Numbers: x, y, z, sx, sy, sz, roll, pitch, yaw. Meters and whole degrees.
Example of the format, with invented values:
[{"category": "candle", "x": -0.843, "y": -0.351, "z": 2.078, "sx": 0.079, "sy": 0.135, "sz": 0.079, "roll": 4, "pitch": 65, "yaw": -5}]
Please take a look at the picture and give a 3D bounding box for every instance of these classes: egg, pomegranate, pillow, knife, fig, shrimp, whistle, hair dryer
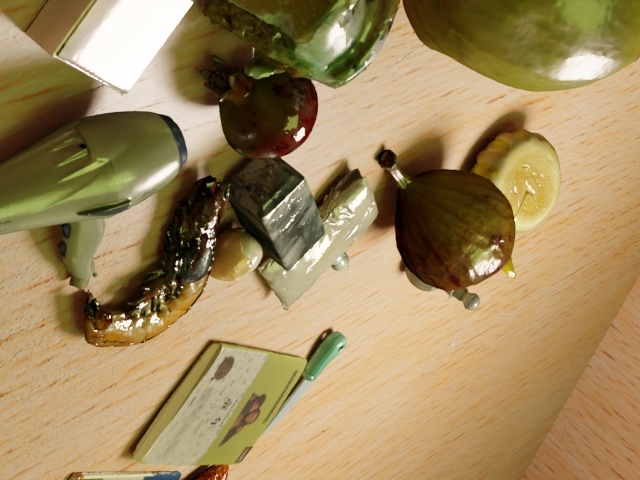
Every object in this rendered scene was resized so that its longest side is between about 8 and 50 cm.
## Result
[{"category": "egg", "x": -0.125, "y": 0.022, "z": 1.641, "sx": 0.083, "sy": 0.071, "sz": 0.071, "roll": -42, "pitch": 155, "yaw": -3}, {"category": "pomegranate", "x": -0.067, "y": -0.172, "z": 1.409, "sx": 0.129, "sy": 0.129, "sz": 0.159, "roll": -45, "pitch": 150, "yaw": -12}, {"category": "pillow", "x": 0.000, "y": 0.000, "z": 1.843, "sx": 0.229, "sy": 0.050, "sz": 0.148, "roll": -44, "pitch": 145, "yaw": -7}, {"category": "knife", "x": -0.032, "y": 0.271, "z": 2.198, "sx": 0.260, "sy": 0.034, "sz": 0.063, "roll": -53, "pitch": 162, "yaw": 21}, {"category": "fig", "x": 0.281, "y": -0.346, "z": 1.479, "sx": 0.343, "sy": 0.343, "sz": 0.343, "roll": -38, "pitch": 153, "yaw": -24}, {"category": "shrimp", "x": -0.217, "y": 0.037, "z": 1.522, "sx": 0.222, "sy": 0.054, "sz": 0.290, "roll": -21, "pitch": 146, "yaw": -47}, {"category": "fig", "x": 0.193, "y": -0.064, "z": 1.967, "sx": 0.217, "sy": 0.217, "sz": 0.321, "roll": -48, "pitch": 128, "yaw": -6}, {"category": "whistle", "x": 0.029, "y": 0.031, "z": 1.952, "sx": 0.035, "sy": 0.035, "sz": 0.100, "roll": -50, "pitch": 156, "yaw": -2}, {"category": "hair dryer", "x": -0.315, "y": -0.017, "z": 1.262, "sx": 0.295, "sy": 0.119, "sz": 0.298, "roll": -10, "pitch": 147, "yaw": -46}]

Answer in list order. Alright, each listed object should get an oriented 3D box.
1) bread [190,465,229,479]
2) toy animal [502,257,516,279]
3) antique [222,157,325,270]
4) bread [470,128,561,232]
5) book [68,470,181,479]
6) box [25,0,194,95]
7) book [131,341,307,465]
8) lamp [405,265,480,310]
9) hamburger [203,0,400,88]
[{"category": "bread", "x": -0.242, "y": 0.507, "z": 2.072, "sx": 0.269, "sy": 0.095, "sz": 0.139, "roll": -39, "pitch": 162, "yaw": -40}, {"category": "toy animal", "x": 0.316, "y": -0.019, "z": 2.306, "sx": 0.155, "sy": 0.219, "sz": 0.095, "roll": -11, "pitch": 171, "yaw": 2}, {"category": "antique", "x": -0.064, "y": -0.046, "z": 1.627, "sx": 0.086, "sy": 0.088, "sz": 0.183, "roll": -46, "pitch": 155, "yaw": -12}, {"category": "bread", "x": 0.365, "y": -0.116, "z": 2.200, "sx": 0.213, "sy": 0.104, "sz": 0.213, "roll": -15, "pitch": 117, "yaw": -31}, {"category": "book", "x": -0.372, "y": 0.471, "z": 1.910, "sx": 0.228, "sy": 0.018, "sz": 0.322, "roll": -53, "pitch": 155, "yaw": 7}, {"category": "box", "x": -0.209, "y": -0.227, "z": 1.177, "sx": 0.129, "sy": 0.051, "sz": 0.130, "roll": -52, "pitch": 154, "yaw": 5}, {"category": "book", "x": -0.160, "y": 0.284, "z": 1.987, "sx": 0.239, "sy": 0.035, "sz": 0.352, "roll": -55, "pitch": 155, "yaw": 6}, {"category": "lamp", "x": 0.237, "y": 0.078, "z": 2.212, "sx": 0.091, "sy": 0.163, "sz": 0.091, "roll": -39, "pitch": 155, "yaw": -22}, {"category": "hamburger", "x": 0.000, "y": -0.297, "z": 1.289, "sx": 0.288, "sy": 0.192, "sz": 0.167, "roll": -57, "pitch": 164, "yaw": 15}]
